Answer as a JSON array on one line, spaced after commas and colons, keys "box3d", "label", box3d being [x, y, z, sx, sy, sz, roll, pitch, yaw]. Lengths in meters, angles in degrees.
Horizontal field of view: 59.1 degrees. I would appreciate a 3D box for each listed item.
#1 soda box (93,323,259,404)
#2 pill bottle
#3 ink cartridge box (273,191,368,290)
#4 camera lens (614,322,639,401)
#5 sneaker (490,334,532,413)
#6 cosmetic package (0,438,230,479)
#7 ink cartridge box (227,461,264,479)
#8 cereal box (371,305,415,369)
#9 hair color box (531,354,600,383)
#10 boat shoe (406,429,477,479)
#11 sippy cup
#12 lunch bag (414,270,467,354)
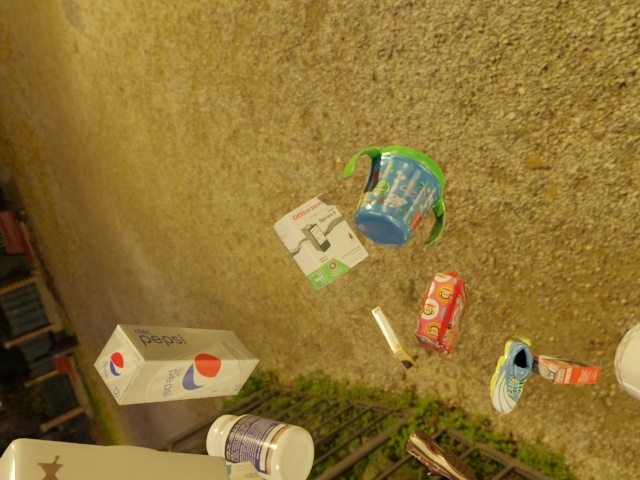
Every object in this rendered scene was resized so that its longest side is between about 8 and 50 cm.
[{"box3d": [-0.244, 0.219, 1.009, 0.098, 0.286, 0.091, 40, 102, 33], "label": "soda box"}, {"box3d": [-0.161, 0.537, 1.458, 0.264, 0.153, 0.153, 0, 112, 37], "label": "pill bottle"}, {"box3d": [0.000, 0.000, 2.048, 0.289, 0.211, 0.121, 55, 148, 1], "label": "ink cartridge box"}, {"box3d": [0.846, 0.312, 1.296, 0.274, 0.219, 0.219, -141, 34, -74], "label": "camera lens"}, {"box3d": [0.551, 0.394, 1.631, 0.091, 0.126, 0.240, 11, 93, 12], "label": "sneaker"}, {"box3d": [-0.330, 0.529, 0.759, 0.394, 0.329, 0.327, -51, 40, 21], "label": "cosmetic package"}, {"box3d": [-0.133, 0.442, 0.965, 0.122, 0.088, 0.052, 30, 106, 48], "label": "ink cartridge box"}, {"box3d": [0.309, 0.410, 2.390, 0.173, 0.047, 0.240, 50, -170, -47], "label": "cereal box"}, {"box3d": [0.696, 0.365, 1.604, 0.093, 0.167, 0.053, -153, 70, -63], "label": "hair color box"}, {"box3d": [0.399, 0.751, 1.893, 0.257, 0.095, 0.095, 34, 104, 37], "label": "boat shoe"}, {"box3d": [0.211, -0.111, 1.615, 0.305, 0.224, 0.240, 21, 152, 16], "label": "sippy cup"}, {"box3d": [0.404, 0.227, 1.848, 0.120, 0.258, 0.293, 16, 165, 22], "label": "lunch bag"}]
